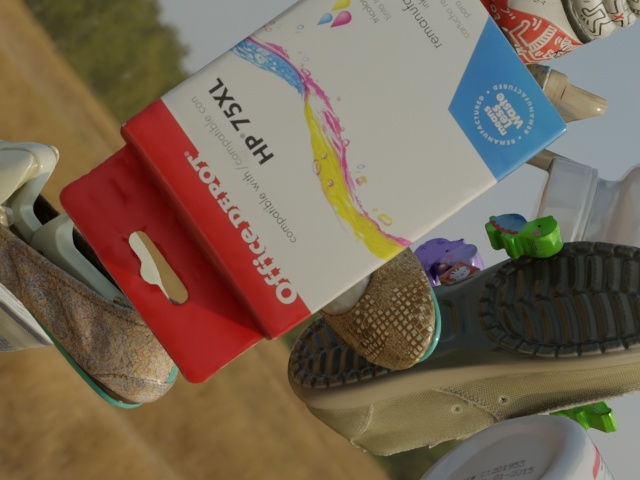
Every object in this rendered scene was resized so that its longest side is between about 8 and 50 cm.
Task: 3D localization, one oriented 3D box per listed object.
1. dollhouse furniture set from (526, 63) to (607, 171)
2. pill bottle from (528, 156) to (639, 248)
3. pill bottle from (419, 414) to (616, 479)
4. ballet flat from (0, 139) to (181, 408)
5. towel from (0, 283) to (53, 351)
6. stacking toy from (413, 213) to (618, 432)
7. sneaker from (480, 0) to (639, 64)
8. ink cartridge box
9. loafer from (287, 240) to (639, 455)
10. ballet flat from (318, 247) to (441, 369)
[{"bbox_3d":[0.136,-0.291,1.680,0.256,0.362,0.394,21,4,-15],"label":"dollhouse furniture set"},{"bbox_3d":[0.303,0.023,1.450,0.272,0.152,0.152,18,-6,4],"label":"pill bottle"},{"bbox_3d":[0.108,0.159,0.750,0.160,0.087,0.087,59,-4,-17],"label":"pill bottle"},{"bbox_3d":[-0.213,-0.009,1.358,0.316,0.106,0.107,40,22,10],"label":"ballet flat"},{"bbox_3d":[-0.406,0.047,1.839,0.285,0.034,0.209,-8,-46,49],"label":"towel"},{"bbox_3d":[0.113,0.025,1.215,0.221,0.052,0.167,26,-33,51],"label":"stacking toy"},{"bbox_3d":[0.137,-0.244,1.166,0.090,0.145,0.270,-84,155,-56],"label":"sneaker"},{"bbox_3d":[-0.008,-0.041,0.909,0.134,0.231,0.078,54,-5,-1],"label":"ink cartridge box"},{"bbox_3d":[0.116,0.073,1.124,0.092,0.268,0.102,66,20,-44],"label":"loafer"},{"bbox_3d":[0.000,0.000,1.032,0.067,0.073,0.206,23,19,-37],"label":"ballet flat"}]
